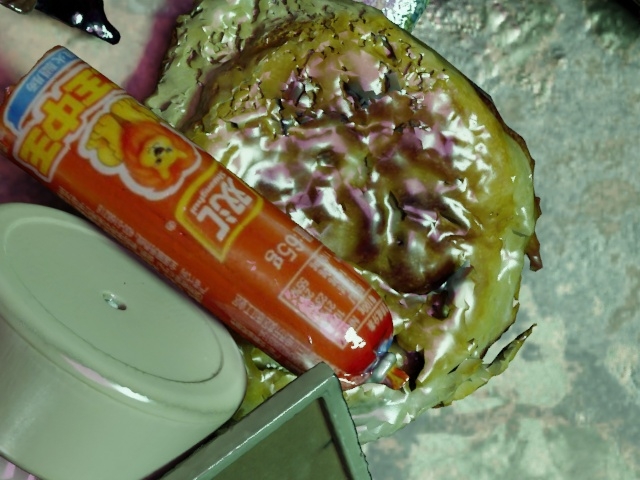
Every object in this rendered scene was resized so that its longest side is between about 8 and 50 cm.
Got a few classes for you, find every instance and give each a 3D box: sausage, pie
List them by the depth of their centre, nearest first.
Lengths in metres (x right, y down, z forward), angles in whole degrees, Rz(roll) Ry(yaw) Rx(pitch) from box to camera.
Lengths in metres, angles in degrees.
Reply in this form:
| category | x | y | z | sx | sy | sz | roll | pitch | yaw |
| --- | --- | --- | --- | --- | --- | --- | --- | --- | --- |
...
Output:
| category | x | y | z | sx | sy | sz | roll | pitch | yaw |
| --- | --- | --- | --- | --- | --- | --- | --- | --- | --- |
| sausage | -0.062 | -0.002 | 0.952 | 0.274 | 0.074 | 0.074 | 38 | 78 | 3 |
| pie | 0.000 | 0.000 | 1.049 | 0.308 | 0.085 | 0.308 | -1 | 92 | -14 |

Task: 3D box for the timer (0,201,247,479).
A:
| category | x | y | z | sx | sy | sz | roll | pitch | yaw |
| --- | --- | --- | --- | --- | --- | --- | --- | --- | --- |
| timer | -0.182 | 0.133 | 0.941 | 0.175 | 0.175 | 0.266 | 29 | 108 | -20 |

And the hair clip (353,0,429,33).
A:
| category | x | y | z | sx | sy | sz | roll | pitch | yaw |
| --- | --- | --- | --- | --- | --- | --- | --- | --- | --- |
| hair clip | 0.060 | -0.202 | 1.099 | 0.066 | 0.036 | 0.229 | 29 | 81 | -4 |

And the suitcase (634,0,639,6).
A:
| category | x | y | z | sx | sy | sz | roll | pitch | yaw |
| --- | --- | --- | --- | --- | --- | --- | --- | --- | --- |
| suitcase | 0.301 | -0.254 | 1.105 | 0.434 | 0.194 | 0.283 | 35 | 74 | -19 |

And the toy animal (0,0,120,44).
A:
| category | x | y | z | sx | sy | sz | roll | pitch | yaw |
| --- | --- | --- | --- | --- | --- | --- | --- | --- | --- |
| toy animal | -0.125 | -0.199 | 1.004 | 0.070 | 0.105 | 0.202 | 30 | 74 | 14 |

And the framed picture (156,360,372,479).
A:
| category | x | y | z | sx | sy | sz | roll | pitch | yaw |
| --- | --- | --- | --- | --- | --- | --- | --- | --- | --- |
| framed picture | -0.055 | 0.244 | 0.980 | 0.247 | 0.022 | 0.335 | -36 | 139 | -16 |
